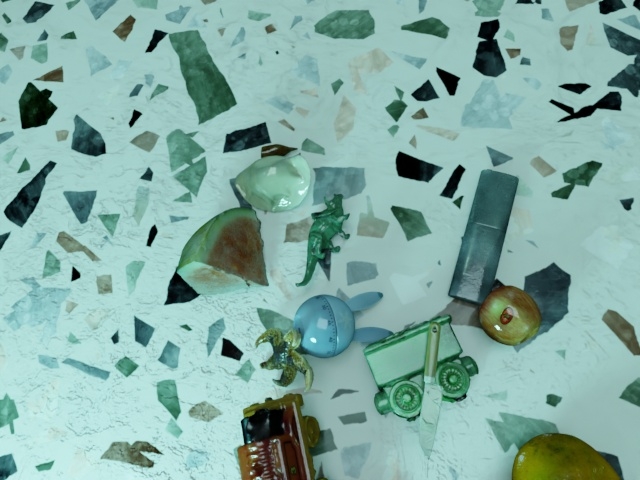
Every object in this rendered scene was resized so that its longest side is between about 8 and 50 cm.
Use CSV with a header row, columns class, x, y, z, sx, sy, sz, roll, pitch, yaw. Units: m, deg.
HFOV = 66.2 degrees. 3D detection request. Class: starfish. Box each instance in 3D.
class,x,y,z,sx,sy,sz,roll,pitch,yaw
starfish,-0.083,0.291,1.215,0.071,0.238,0.216,-26,59,-33

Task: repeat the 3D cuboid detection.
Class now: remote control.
class,x,y,z,sx,sy,sz,roll,pitch,yaw
remote control,0.445,-0.013,1.333,0.107,0.044,0.378,17,75,8

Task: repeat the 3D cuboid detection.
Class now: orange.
class,x,y,z,sx,sy,sz,roll,pitch,yaw
orange,0.536,0.542,1.059,0.239,0.171,0.240,0,64,0

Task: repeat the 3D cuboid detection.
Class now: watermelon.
class,x,y,z,sx,sy,sz,roll,pitch,yaw
watermelon,-0.259,0.035,1.342,0.192,0.232,0.310,-8,26,7

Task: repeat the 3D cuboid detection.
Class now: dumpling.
class,x,y,z,sx,sy,sz,roll,pitch,yaw
dumpling,-0.138,-0.163,1.430,0.215,0.126,0.167,-15,97,-7

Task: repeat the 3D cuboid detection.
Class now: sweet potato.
class,x,y,z,sx,sy,sz,roll,pitch,yaw
sweet potato,-0.126,-0.272,1.498,0.117,0.049,0.050,-9,70,-7

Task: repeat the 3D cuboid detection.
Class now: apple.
class,x,y,z,sx,sy,sz,roll,pitch,yaw
apple,0.468,0.188,1.208,0.146,0.146,0.131,-45,57,-8

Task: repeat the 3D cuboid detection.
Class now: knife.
class,x,y,z,sx,sy,sz,roll,pitch,yaw
knife,0.252,0.331,1.099,0.047,0.017,0.298,9,72,5

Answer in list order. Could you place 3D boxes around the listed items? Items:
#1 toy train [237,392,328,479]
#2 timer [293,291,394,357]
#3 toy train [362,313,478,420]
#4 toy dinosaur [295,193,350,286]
class,x,y,z,sx,sy,sz,roll,pitch,yaw
toy train,-0.091,0.539,1.101,0.163,0.231,0.370,-20,68,16
timer,0.044,0.216,1.271,0.175,0.255,0.176,-2,87,44
toy train,0.242,0.317,1.195,0.265,0.145,0.202,-22,68,0
toy dinosaur,0.017,0.002,1.367,0.119,0.079,0.292,5,69,15
